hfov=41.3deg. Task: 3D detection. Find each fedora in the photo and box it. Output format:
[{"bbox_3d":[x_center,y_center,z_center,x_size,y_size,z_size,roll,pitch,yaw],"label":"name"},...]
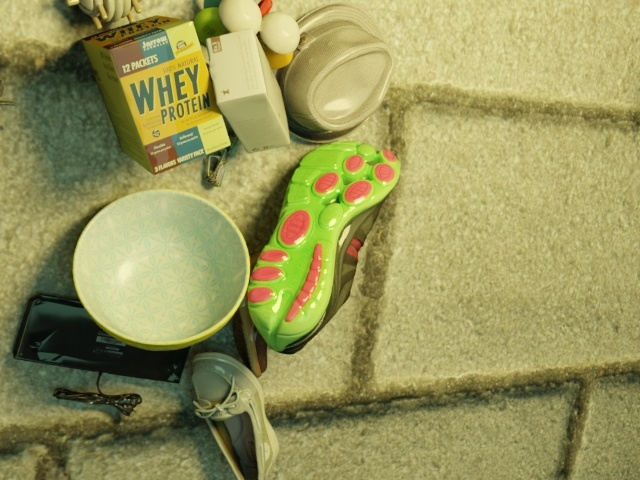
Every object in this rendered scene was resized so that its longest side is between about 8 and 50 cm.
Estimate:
[{"bbox_3d":[0.043,-0.299,1.554,0.275,0.124,0.244,-37,121,-13],"label":"fedora"}]

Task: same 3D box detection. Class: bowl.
[{"bbox_3d":[-0.272,0.073,1.466,0.289,0.290,0.156,-24,159,-20],"label":"bowl"}]

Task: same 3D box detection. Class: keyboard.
[{"bbox_3d":[-0.395,0.215,1.542,0.317,0.033,0.202,16,96,-31],"label":"keyboard"}]

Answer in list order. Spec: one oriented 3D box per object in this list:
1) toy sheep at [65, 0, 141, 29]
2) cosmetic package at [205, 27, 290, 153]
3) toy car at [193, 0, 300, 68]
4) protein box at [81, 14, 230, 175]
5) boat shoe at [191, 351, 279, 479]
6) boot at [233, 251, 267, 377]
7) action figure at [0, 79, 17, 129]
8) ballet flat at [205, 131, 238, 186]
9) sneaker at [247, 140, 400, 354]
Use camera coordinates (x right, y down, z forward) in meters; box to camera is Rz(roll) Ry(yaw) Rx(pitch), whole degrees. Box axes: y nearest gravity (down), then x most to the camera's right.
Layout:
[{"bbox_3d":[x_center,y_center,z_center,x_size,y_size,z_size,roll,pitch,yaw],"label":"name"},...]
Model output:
[{"bbox_3d":[-0.338,-0.384,1.338,0.132,0.091,0.091,-21,116,-38],"label":"toy sheep"},{"bbox_3d":[-0.114,-0.239,1.397,0.085,0.231,0.117,-12,76,3],"label":"cosmetic package"},{"bbox_3d":[-0.129,-0.366,1.441,0.182,0.159,0.136,15,64,-32],"label":"toy car"},{"bbox_3d":[-0.265,-0.239,1.359,0.136,0.200,0.201,-25,116,-19],"label":"protein box"},{"bbox_3d":[-0.167,0.351,1.647,0.118,0.103,0.321,-8,122,15],"label":"boat shoe"},{"bbox_3d":[-0.067,0.133,1.657,0.206,0.090,0.249,-14,109,-22],"label":"boot"},{"bbox_3d":[-0.569,-0.198,1.229,0.141,0.275,0.164,44,111,3],"label":"action figure"},{"bbox_3d":[-0.179,-0.154,1.533,0.041,0.041,0.114,19,96,-32],"label":"ballet flat"},{"bbox_3d":[0.000,0.000,1.566,0.483,0.185,0.202,-58,165,-32],"label":"sneaker"}]
